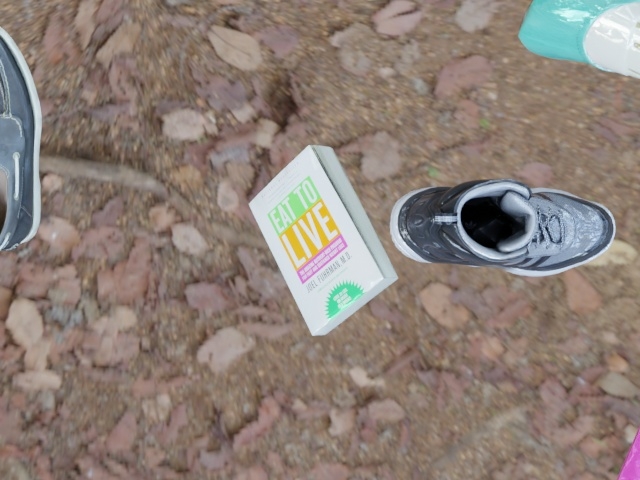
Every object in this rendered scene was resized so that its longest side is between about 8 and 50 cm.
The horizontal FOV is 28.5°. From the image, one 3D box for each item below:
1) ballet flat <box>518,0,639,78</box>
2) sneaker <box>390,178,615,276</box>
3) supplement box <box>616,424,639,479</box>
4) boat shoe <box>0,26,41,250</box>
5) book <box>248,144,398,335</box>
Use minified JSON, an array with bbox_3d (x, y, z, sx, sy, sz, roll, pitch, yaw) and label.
[{"bbox_3d":[0.280,-0.166,0.972,0.247,0.087,0.083,-7,135,4],"label":"ballet flat"},{"bbox_3d":[0.221,-0.012,1.363,0.269,0.153,0.101,2,88,-17],"label":"sneaker"},{"bbox_3d":[0.421,0.297,1.534,0.111,0.220,0.114,23,72,16],"label":"supplement box"},{"bbox_3d":[-0.330,-0.100,1.257,0.084,0.079,0.233,4,106,21],"label":"boat shoe"},{"bbox_3d":[0.000,0.000,1.137,0.096,0.035,0.144,-40,65,29],"label":"book"}]
